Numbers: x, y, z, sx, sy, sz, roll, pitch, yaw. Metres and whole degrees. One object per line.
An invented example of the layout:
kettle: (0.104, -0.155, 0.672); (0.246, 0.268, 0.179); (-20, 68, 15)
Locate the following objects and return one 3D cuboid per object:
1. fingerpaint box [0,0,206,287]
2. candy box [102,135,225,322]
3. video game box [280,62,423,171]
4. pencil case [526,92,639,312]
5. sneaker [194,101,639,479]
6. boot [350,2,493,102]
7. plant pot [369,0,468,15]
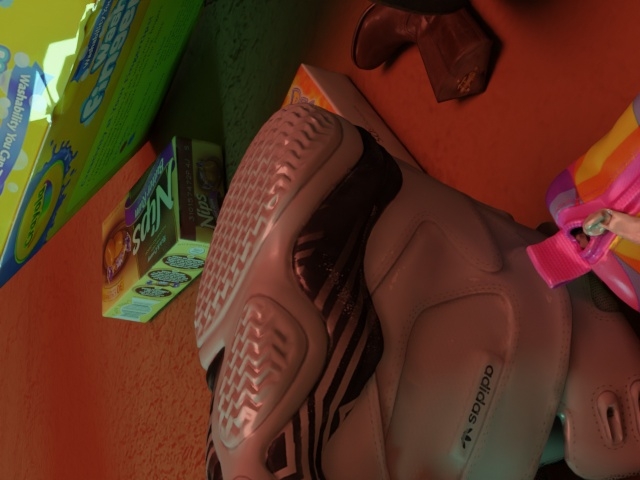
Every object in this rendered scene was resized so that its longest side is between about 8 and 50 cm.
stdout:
fingerpaint box: (-0.203, -0.234, 0.937); (0.445, 0.163, 0.371); (-61, 1, 30)
candy box: (-0.153, -0.006, 1.060); (0.186, 0.053, 0.109); (-40, 48, 50)
video game box: (0.000, 0.000, 0.800); (0.187, 0.048, 0.205); (-62, 34, 23)
pencil case: (0.189, -0.060, 0.441); (0.236, 0.104, 0.104); (-54, 38, 36)
sneaker: (0.043, 0.125, 0.487); (0.137, 0.210, 0.366); (138, 143, -59)
boot: (0.066, -0.122, 0.739); (0.106, 0.037, 0.114); (-57, 41, 38)
plant pot: (0.048, -0.357, 0.578); (0.334, 0.341, 0.341); (-49, 41, 30)
